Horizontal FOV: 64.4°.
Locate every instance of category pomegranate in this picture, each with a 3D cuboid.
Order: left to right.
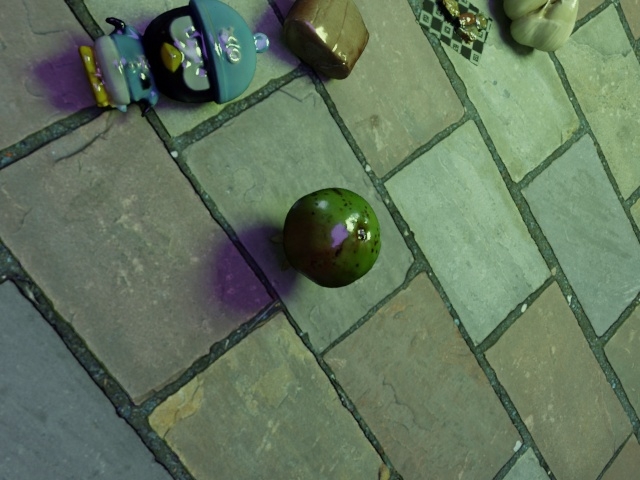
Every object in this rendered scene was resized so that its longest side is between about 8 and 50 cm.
[{"bbox_3d":[0.000,0.000,0.921,0.182,0.224,0.181,13,70,-38],"label":"pomegranate"}]

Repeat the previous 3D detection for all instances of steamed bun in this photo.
[{"bbox_3d":[0.012,-0.417,1.011,0.175,0.106,0.144,36,68,-34],"label":"steamed bun"}]

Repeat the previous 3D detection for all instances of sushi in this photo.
[{"bbox_3d":[0.328,-0.524,1.199,0.201,0.031,0.139,24,79,-23],"label":"sushi"}]

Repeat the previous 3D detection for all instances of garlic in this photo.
[{"bbox_3d":[0.521,-0.608,1.205,0.185,0.203,0.280,13,86,-6],"label":"garlic"}]

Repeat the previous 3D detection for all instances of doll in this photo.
[{"bbox_3d":[-0.235,-0.311,0.868,0.314,0.141,0.177,-21,110,-20],"label":"doll"}]
